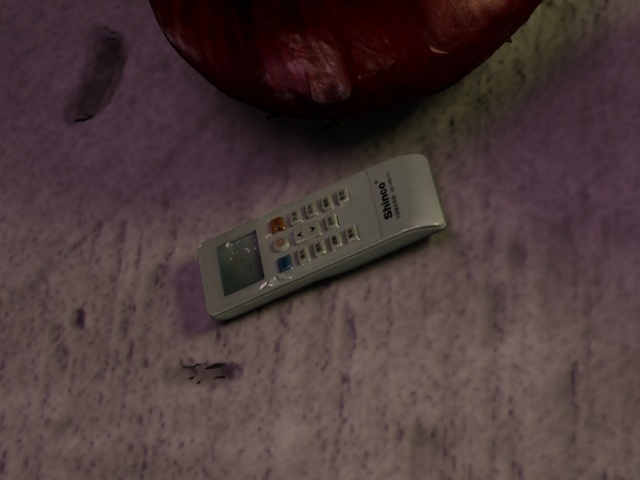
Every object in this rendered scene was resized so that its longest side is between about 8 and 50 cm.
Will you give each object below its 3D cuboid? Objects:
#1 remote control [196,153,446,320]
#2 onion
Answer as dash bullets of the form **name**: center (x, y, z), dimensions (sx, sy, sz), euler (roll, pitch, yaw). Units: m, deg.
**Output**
- **remote control**: center (0.000, 0.000, 1.175), dimensions (0.162, 0.029, 0.061), euler (-23, 50, 15)
- **onion**: center (0.020, -0.231, 1.189), dimensions (0.314, 0.232, 0.314), euler (-13, 53, 18)
